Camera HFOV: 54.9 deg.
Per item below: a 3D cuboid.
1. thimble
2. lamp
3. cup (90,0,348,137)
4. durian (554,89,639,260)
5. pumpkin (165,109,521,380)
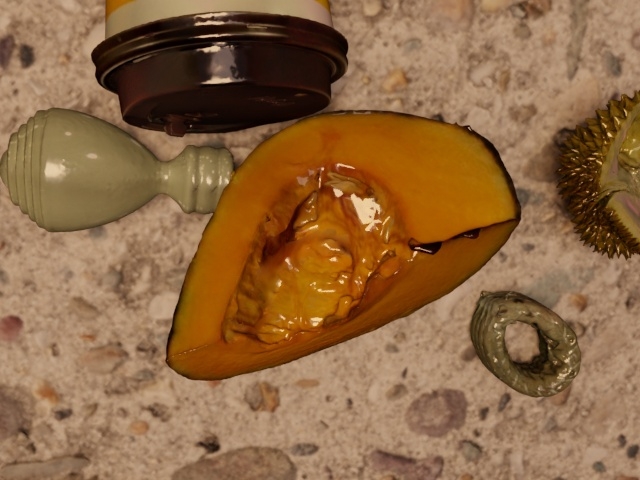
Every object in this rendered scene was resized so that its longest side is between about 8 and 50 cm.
[{"bbox_3d":[0.196,0.098,0.602,0.084,0.062,0.110,-37,100,-1],"label":"thimble"},{"bbox_3d":[-0.174,-0.056,0.538,0.193,0.106,0.106,4,98,-15],"label":"lamp"},{"bbox_3d":[-0.081,-0.227,0.478,0.196,0.196,0.279,-4,90,-4],"label":"cup"},{"bbox_3d":[0.290,-0.051,0.579,0.208,0.102,0.146,44,75,-33],"label":"durian"},{"bbox_3d":[0.000,0.000,0.559,0.312,0.148,0.169,-21,62,-11],"label":"pumpkin"}]
